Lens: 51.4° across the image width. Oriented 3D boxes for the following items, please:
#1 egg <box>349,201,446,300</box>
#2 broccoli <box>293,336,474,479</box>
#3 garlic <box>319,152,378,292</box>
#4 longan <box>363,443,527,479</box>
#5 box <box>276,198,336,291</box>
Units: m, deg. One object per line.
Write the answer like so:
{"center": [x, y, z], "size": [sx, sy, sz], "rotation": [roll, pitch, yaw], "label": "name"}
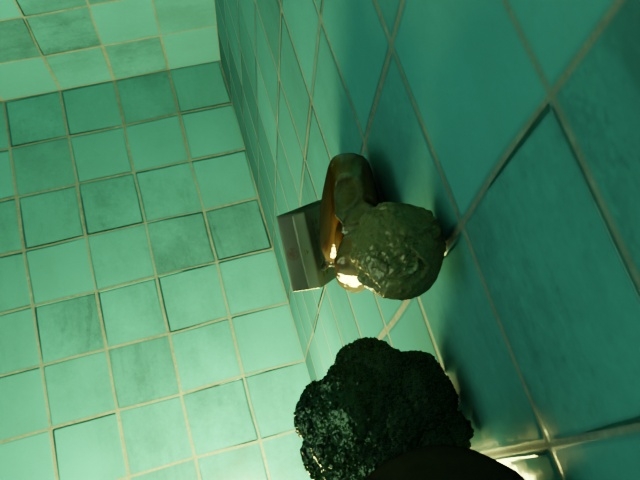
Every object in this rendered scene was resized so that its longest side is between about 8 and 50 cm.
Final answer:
{"center": [0.094, 0.011, 0.814], "size": [0.140, 0.118, 0.116], "rotation": [-96, -6, -55], "label": "egg"}
{"center": [0.093, 0.277, 0.934], "size": [0.270, 0.270, 0.269], "rotation": [41, -158, -50], "label": "broccoli"}
{"center": [0.056, -0.023, 1.031], "size": [0.228, 0.110, 0.217], "rotation": [113, 152, -72], "label": "garlic"}
{"center": [0.122, 0.353, 0.683], "size": [0.243, 0.300, 0.300], "rotation": [26, 133, 47], "label": "longan"}
{"center": [0.000, 0.000, 1.207], "size": [0.201, 0.058, 0.140], "rotation": [-26, -75, -65], "label": "box"}
